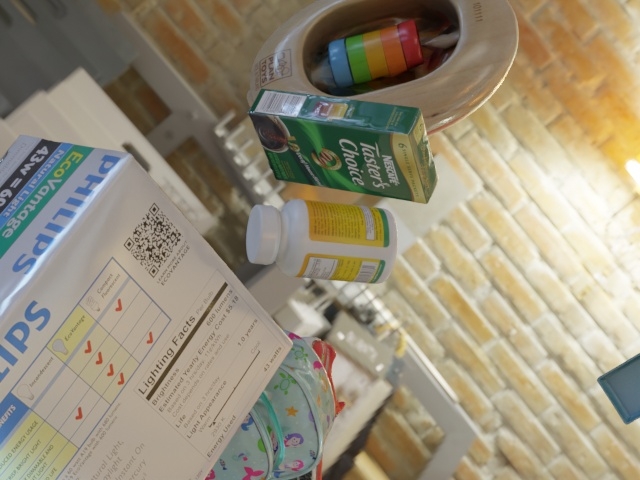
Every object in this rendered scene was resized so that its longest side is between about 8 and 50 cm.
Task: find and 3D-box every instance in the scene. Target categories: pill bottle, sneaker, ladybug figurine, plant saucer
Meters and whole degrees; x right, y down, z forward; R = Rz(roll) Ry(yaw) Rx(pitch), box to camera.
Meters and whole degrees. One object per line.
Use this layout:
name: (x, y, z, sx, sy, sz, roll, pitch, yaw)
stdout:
pill bottle: (0.000, 0.000, 1.547, 0.208, 0.117, 0.117, 5, 25, -17)
sneaker: (-0.008, 0.302, 1.743, 0.118, 0.279, 0.107, 4, -3, -41)
ladybug figurine: (0.101, -0.274, 1.682, 0.162, 0.449, 0.305, 57, 26, -59)
plant saucer: (0.427, 0.147, 1.241, 0.018, 0.192, 0.067, -7, 63, -54)

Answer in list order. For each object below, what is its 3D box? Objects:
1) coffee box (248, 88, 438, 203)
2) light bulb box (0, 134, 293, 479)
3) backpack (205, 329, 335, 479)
coffee box: (0.024, -0.098, 1.076, 0.184, 0.040, 0.113, 11, -33, 24)
light bulb box: (-0.277, 0.133, 1.167, 0.225, 0.358, 0.361, 13, -30, 42)
backpack: (-0.113, 0.243, 1.458, 0.191, 0.253, 0.225, -65, 141, -68)
